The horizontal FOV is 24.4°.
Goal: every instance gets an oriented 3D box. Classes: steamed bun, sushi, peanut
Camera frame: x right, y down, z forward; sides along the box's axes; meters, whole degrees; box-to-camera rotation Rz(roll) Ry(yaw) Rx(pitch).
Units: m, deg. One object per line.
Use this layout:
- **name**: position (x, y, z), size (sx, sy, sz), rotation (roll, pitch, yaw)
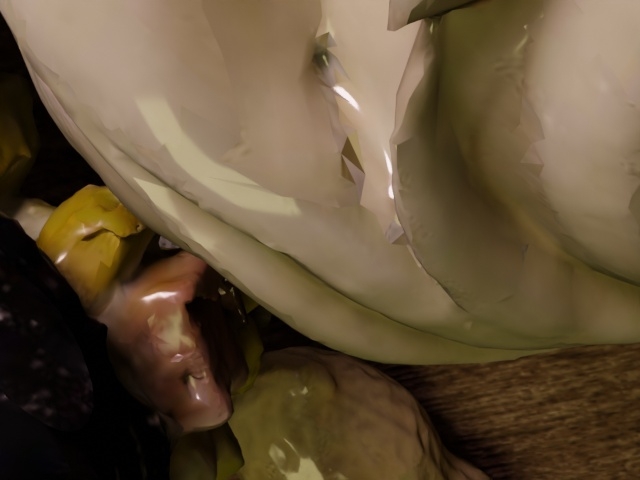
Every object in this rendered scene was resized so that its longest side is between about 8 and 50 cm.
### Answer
- **steamed bun**: position (0.072, -0.111, 0.412), size (0.367, 0.255, 0.342), rotation (-39, 135, 17)
- **sushi**: position (-0.205, 0.076, 0.639), size (0.328, 0.285, 0.328), rotation (31, 128, -4)
- **peanut**: position (0.029, 0.153, 0.887), size (0.123, 0.124, 0.257), rotation (-23, 128, 30)

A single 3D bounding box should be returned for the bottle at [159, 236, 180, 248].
- **bottle**: position (0.000, 0.000, 0.756), size (0.217, 0.060, 0.060), rotation (12, 139, -5)
